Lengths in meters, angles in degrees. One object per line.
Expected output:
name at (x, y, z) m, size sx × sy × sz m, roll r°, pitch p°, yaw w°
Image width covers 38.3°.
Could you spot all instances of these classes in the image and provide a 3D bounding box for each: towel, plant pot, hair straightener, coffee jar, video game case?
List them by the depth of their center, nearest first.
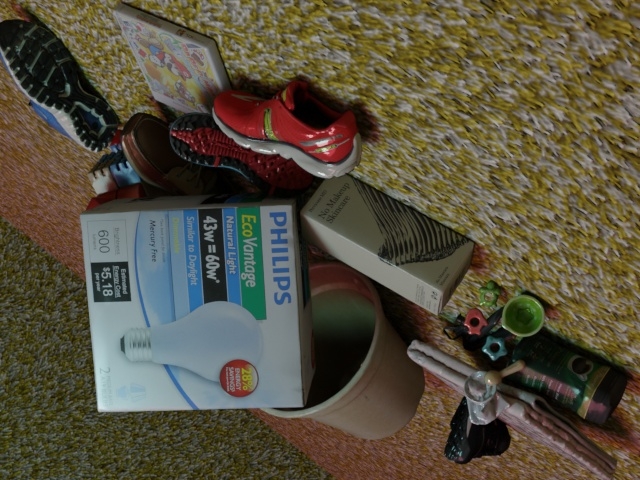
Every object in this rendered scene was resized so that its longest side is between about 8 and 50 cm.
coffee jar at (0.411, 0.229, 1.541) m, size 0.184 × 0.096 × 0.079 m, roll 26°, pitch 131°, yaw 26°
video game case at (-0.237, -0.287, 1.575) m, size 0.206 × 0.026 × 0.227 m, roll 26°, pitch 156°, yaw 25°
hair straightener at (0.283, 0.155, 1.676) m, size 0.089 × 0.047 × 0.230 m, roll 38°, pitch 163°, yaw -2°
towel at (0.357, 0.310, 1.715) m, size 0.332 × 0.053 × 0.317 m, roll 38°, pitch 171°, yaw -36°
plant pot at (0.052, 0.261, 1.908) m, size 0.333 × 0.334 × 0.305 m, roll 15°, pitch 160°, yaw 43°

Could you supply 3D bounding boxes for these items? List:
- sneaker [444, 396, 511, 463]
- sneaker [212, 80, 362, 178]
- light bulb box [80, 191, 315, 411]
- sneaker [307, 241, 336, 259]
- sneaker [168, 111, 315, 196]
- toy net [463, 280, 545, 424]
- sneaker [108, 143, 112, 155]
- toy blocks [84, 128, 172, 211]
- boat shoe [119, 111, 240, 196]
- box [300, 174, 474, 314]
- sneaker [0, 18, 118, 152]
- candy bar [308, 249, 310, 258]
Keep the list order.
sneaker at (0.336, 0.394, 1.890) m, size 0.124 × 0.107 × 0.283 m, roll 27°, pitch -166°, yaw 7°
sneaker at (-0.050, -0.196, 1.420) m, size 0.279 × 0.107 × 0.118 m, roll 23°, pitch 135°, yaw 28°
light bulb box at (-0.202, 0.101, 1.630) m, size 0.361 × 0.358 × 0.225 m, roll -3°, pitch -171°, yaw 4°
sneaker at (0.000, 0.000, 1.781) m, size 0.098 × 0.038 × 0.069 m, roll 14°, pitch 150°, yaw 44°
sneaker at (-0.129, -0.161, 1.567) m, size 0.261 × 0.104 × 0.125 m, roll 22°, pitch -168°, yaw -19°
toy net at (0.279, 0.190, 1.516) m, size 0.122 × 0.232 × 0.045 m, roll 21°, pitch -178°, yaw 14°
sneaker at (-0.446, -0.204, 2.034) m, size 0.118 × 0.042 × 0.067 m, roll 0°, pitch 143°, yaw 45°
toy blocks at (-0.372, -0.071, 1.877) m, size 0.190 × 0.381 × 0.261 m, roll -14°, pitch 116°, yaw 13°
boat shoe at (-0.250, -0.132, 1.808) m, size 0.120 × 0.123 × 0.324 m, roll 8°, pitch 153°, yaw 42°
box at (0.108, 0.000, 1.526) m, size 0.275 × 0.113 × 0.094 m, roll 29°, pitch 157°, yaw 16°
sneaker at (-0.561, -0.310, 1.879) m, size 0.147 × 0.130 × 0.330 m, roll 16°, pitch 150°, yaw 37°
candy bar at (-0.054, -0.014, 1.864) m, size 0.040 × 0.018 × 0.161 m, roll 22°, pitch 153°, yaw 32°
